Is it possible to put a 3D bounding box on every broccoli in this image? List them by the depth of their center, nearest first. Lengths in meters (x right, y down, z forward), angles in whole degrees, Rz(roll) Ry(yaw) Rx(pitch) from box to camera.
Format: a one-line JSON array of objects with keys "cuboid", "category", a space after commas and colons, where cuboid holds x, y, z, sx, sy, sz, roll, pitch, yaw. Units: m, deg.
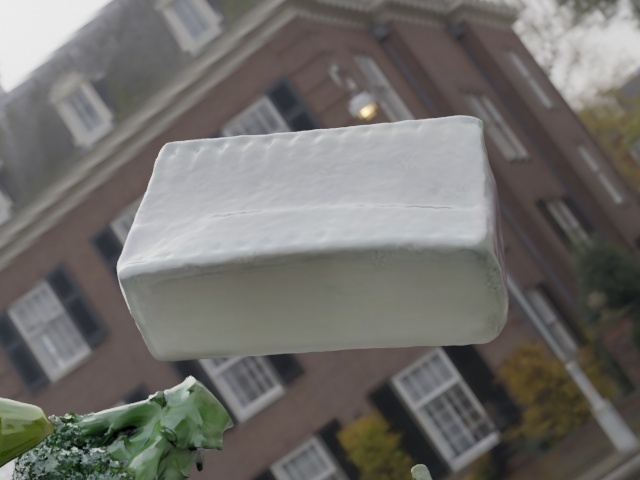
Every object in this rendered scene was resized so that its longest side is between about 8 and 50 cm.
[{"cuboid": [-0.203, 0.271, 1.694, 0.270, 0.270, 0.270, -50, -8, -12], "category": "broccoli"}]

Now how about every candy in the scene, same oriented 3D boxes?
[{"cuboid": [0.000, 0.003, 1.504, 0.358, 0.145, 0.208, -5, 39, 12], "category": "candy"}]

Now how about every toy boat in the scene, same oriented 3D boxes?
[{"cuboid": [0.092, 0.225, 1.226, 0.016, 0.063, 0.115, -19, -37, 0], "category": "toy boat"}]

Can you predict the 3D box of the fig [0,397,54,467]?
[{"cuboid": [-0.391, 0.201, 1.483, 0.275, 0.206, 0.206, -8, -11, 1], "category": "fig"}]
